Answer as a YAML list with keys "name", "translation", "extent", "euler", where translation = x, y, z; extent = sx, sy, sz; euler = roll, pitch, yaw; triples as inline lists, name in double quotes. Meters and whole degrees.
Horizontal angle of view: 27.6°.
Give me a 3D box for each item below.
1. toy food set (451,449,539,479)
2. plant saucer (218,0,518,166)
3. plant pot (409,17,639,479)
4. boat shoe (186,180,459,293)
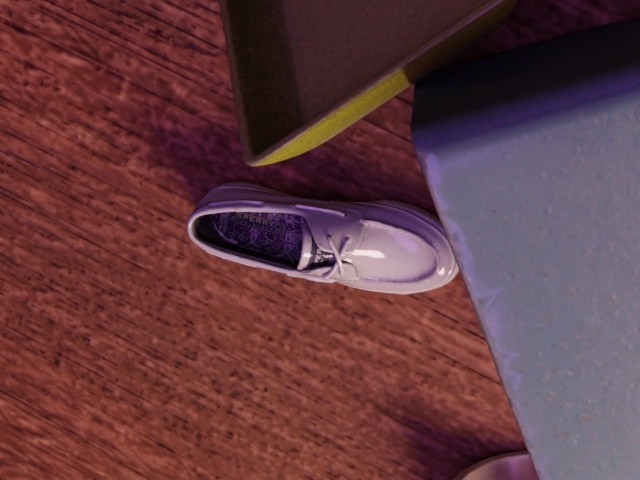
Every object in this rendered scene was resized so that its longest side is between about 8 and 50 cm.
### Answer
- name: "toy food set"
  translation: [0.245, 0.246, 0.848]
  extent: [0.306, 0.092, 0.219]
  euler: [-8, 105, 22]
- name: "plant saucer"
  translation: [0.029, -0.148, 0.765]
  extent: [0.188, 0.188, 0.045]
  euler: [-32, 138, 25]
- name: "plant pot"
  translation: [0.208, -0.005, 0.699]
  extent: [0.252, 0.247, 0.247]
  euler: [-20, 101, 10]
- name: "boat shoe"
  translation: [0.000, 0.000, 0.862]
  extent: [0.184, 0.063, 0.066]
  euler: [17, 113, 13]
